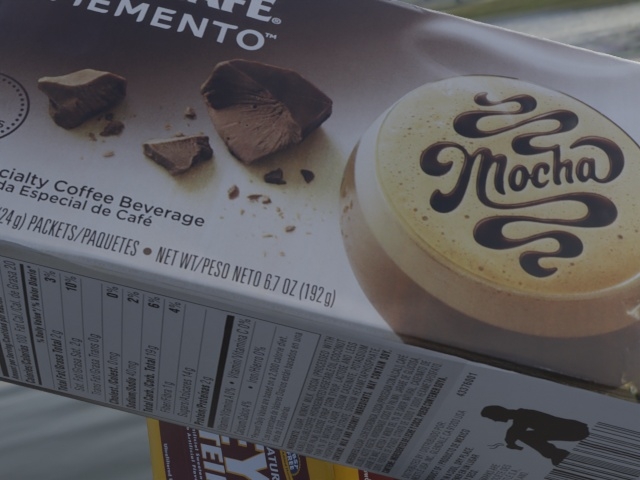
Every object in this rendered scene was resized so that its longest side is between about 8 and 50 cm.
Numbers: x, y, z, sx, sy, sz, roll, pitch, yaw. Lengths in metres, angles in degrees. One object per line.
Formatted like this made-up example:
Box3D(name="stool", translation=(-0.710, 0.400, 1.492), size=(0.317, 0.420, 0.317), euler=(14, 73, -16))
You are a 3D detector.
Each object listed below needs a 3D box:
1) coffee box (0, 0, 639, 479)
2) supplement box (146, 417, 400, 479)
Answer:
Box3D(name="coffee box", translation=(0.003, -0.008, 0.412), size=(0.297, 0.119, 0.168), euler=(15, 55, -1))
Box3D(name="supplement box", translation=(0.012, 0.101, 0.657), size=(0.191, 0.129, 0.194), euler=(0, -12, -41))
